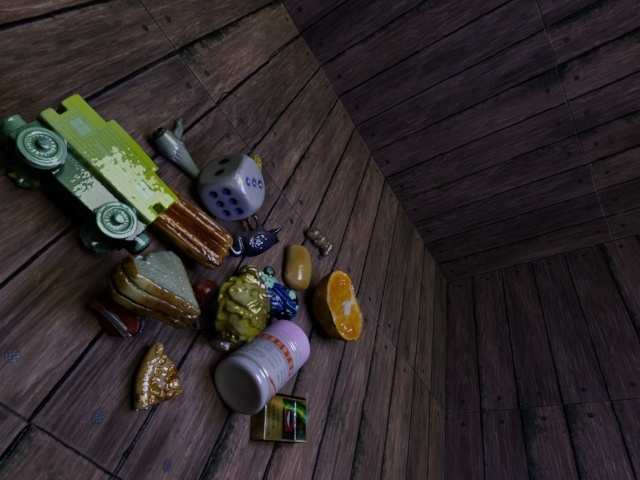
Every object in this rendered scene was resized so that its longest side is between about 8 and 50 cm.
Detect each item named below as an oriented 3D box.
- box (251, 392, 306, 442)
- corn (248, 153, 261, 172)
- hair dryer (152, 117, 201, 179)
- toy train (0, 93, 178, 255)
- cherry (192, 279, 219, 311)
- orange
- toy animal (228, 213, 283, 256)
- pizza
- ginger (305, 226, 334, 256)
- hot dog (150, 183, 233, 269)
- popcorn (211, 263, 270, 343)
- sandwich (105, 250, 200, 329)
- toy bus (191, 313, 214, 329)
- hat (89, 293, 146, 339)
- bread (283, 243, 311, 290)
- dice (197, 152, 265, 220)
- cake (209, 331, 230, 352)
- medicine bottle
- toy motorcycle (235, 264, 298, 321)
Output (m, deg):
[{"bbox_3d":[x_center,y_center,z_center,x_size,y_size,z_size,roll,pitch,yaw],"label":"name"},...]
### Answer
[{"bbox_3d":[-0.145,0.652,1.486,0.240,0.071,0.159,33,43,-46],"label":"box"},{"bbox_3d":[-0.302,-0.266,1.755,0.091,0.091,0.260,11,54,-9],"label":"corn"},{"bbox_3d":[-0.508,-0.332,1.506,0.225,0.088,0.219,-82,149,-62],"label":"hair dryer"},{"bbox_3d":[-0.596,-0.172,1.086,0.442,0.179,0.272,50,48,-19],"label":"toy train"},{"bbox_3d":[-0.387,0.192,1.310,0.225,0.090,0.107,-76,-174,-78],"label":"cherry"},{"bbox_3d":[0.083,0.301,1.890,0.274,0.274,0.310,-41,142,-58],"label":"orange"},{"bbox_3d":[-0.272,-0.022,1.632,0.298,0.122,0.185,6,63,-49],"label":"toy animal"},{"bbox_3d":[-0.454,0.403,1.151,0.161,0.062,0.182,55,32,-34],"label":"pizza"},{"bbox_3d":[0.000,0.000,2.093,0.204,0.080,0.104,49,42,-35],"label":"ginger"},{"bbox_3d":[-0.450,-0.040,1.348,0.349,0.117,0.158,41,49,-23],"label":"hot dog"},{"bbox_3d":[-0.246,0.212,1.337,0.233,0.192,0.266,34,69,-77],"label":"popcorn"},{"bbox_3d":[-0.467,0.096,1.127,0.254,0.099,0.288,42,6,-44],"label":"sandwich"},{"bbox_3d":[-0.379,0.273,1.371,0.130,0.037,0.052,6,72,-58],"label":"toy bus"},{"bbox_3d":[-0.528,0.175,1.149,0.140,0.129,0.227,35,19,-6],"label":"hat"},{"bbox_3d":[-0.095,0.119,1.857,0.147,0.098,0.217,38,44,-47],"label":"bread"},{"bbox_3d":[-0.333,-0.202,1.535,0.192,0.194,0.193,-77,154,-44],"label":"dice"},{"bbox_3d":[-0.333,0.317,1.401,0.065,0.052,0.121,41,39,-33],"label":"cake"},{"bbox_3d":[-0.192,0.428,1.414,0.316,0.202,0.202,-31,99,-59],"label":"medicine bottle"},{"bbox_3d":[-0.196,0.215,1.577,0.331,0.125,0.196,35,29,-40],"label":"toy motorcycle"}]
